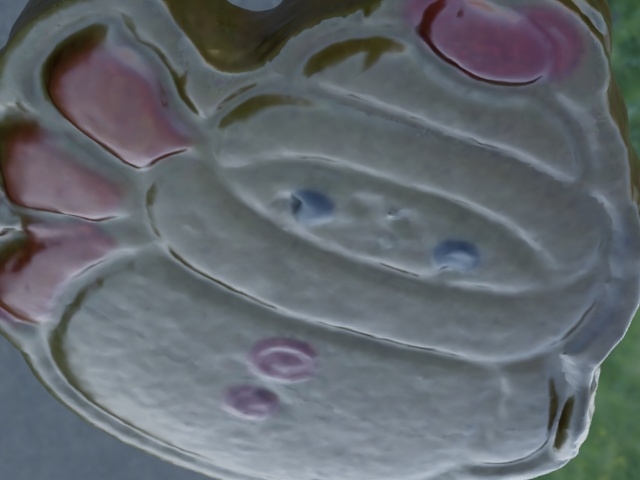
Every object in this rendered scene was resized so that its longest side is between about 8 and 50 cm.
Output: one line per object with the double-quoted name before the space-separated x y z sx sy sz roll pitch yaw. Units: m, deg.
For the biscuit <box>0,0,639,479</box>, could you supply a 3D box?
"biscuit" 0.000 0.000 0.804 0.359 0.074 0.381 20 138 -14
